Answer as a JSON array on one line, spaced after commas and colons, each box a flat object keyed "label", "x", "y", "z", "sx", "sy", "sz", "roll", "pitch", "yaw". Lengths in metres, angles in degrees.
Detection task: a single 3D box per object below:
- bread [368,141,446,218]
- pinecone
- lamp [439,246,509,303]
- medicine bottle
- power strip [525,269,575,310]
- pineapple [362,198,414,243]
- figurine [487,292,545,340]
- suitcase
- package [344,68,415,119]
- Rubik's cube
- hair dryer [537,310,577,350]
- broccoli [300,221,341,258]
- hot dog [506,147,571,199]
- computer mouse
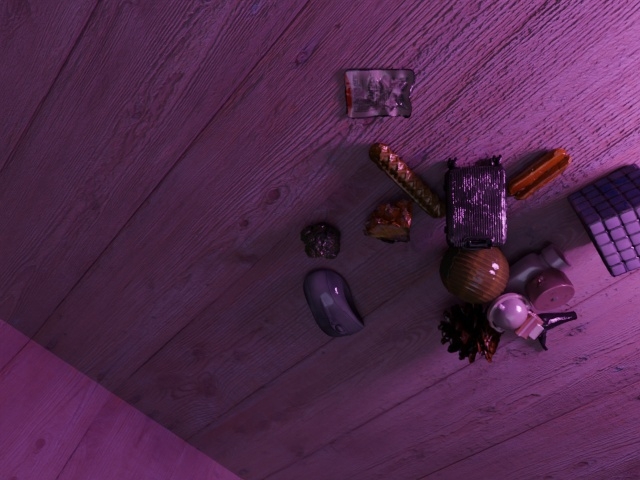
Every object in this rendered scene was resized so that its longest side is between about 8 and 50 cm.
[{"label": "bread", "x": 0.309, "y": -0.208, "z": 1.733, "sx": 0.367, "sy": 0.084, "sz": 0.077, "roll": 40, "pitch": 98, "yaw": -15}, {"label": "pinecone", "x": 0.587, "y": 0.358, "z": 1.943, "sx": 0.264, "sy": 0.264, "sz": 0.264, "roll": 5, "pitch": 122, "yaw": 8}, {"label": "lamp", "x": 0.564, "y": 0.086, "z": 1.780, "sx": 0.250, "sy": 0.250, "sz": 0.284, "roll": 25, "pitch": 95, "yaw": -5}, {"label": "medicine bottle", "x": 0.776, "y": 0.141, "z": 1.845, "sx": 0.161, "sy": 0.111, "sz": 0.296, "roll": 27, "pitch": 125, "yaw": -24}, {"label": "power strip", "x": 0.815, "y": 0.178, "z": 1.755, "sx": 0.154, "sy": 0.078, "sz": 0.154, "roll": -7, "pitch": 138, "yaw": -7}, {"label": "pineapple", "x": 0.266, "y": -0.061, "z": 1.802, "sx": 0.186, "sy": 0.114, "sz": 0.236, "roll": 30, "pitch": 154, "yaw": -25}, {"label": "figurine", "x": 0.700, "y": 0.270, "z": 1.798, "sx": 0.237, "sy": 0.141, "sz": 0.162, "roll": 28, "pitch": 108, "yaw": -26}, {"label": "suitcase", "x": 0.519, "y": -0.124, "z": 1.659, "sx": 0.202, "sy": 0.128, "sz": 0.312, "roll": -2, "pitch": 89, "yaw": 10}, {"label": "package", "x": 0.194, "y": -0.480, "z": 1.614, "sx": 0.232, "sy": 0.040, "sz": 0.166, "roll": 4, "pitch": 119, "yaw": 17}, {"label": "Rubik's cube", "x": 0.991, "y": -0.067, "z": 1.604, "sx": 0.237, "sy": 0.237, "sz": 0.238, "roll": -29, "pitch": 113, "yaw": 23}, {"label": "hair dryer", "x": 0.929, "y": 0.373, "z": 2.002, "sx": 0.196, "sy": 0.075, "sz": 0.219, "roll": -13, "pitch": 129, "yaw": 7}, {"label": "broccoli", "x": 0.000, "y": 0.000, "z": 1.894, "sx": 0.162, "sy": 0.145, "sz": 0.138, "roll": 13, "pitch": 158, "yaw": -18}, {"label": "hot dog", "x": 0.726, "y": -0.219, "z": 1.660, "sx": 0.236, "sy": 0.062, "sz": 0.092, "roll": -37, "pitch": 109, "yaw": 25}, {"label": "computer mouse", "x": 0.051, "y": 0.289, "z": 2.070, "sx": 0.188, "sy": 0.122, "sz": 0.371, "roll": -17, "pitch": 120, "yaw": 20}]
